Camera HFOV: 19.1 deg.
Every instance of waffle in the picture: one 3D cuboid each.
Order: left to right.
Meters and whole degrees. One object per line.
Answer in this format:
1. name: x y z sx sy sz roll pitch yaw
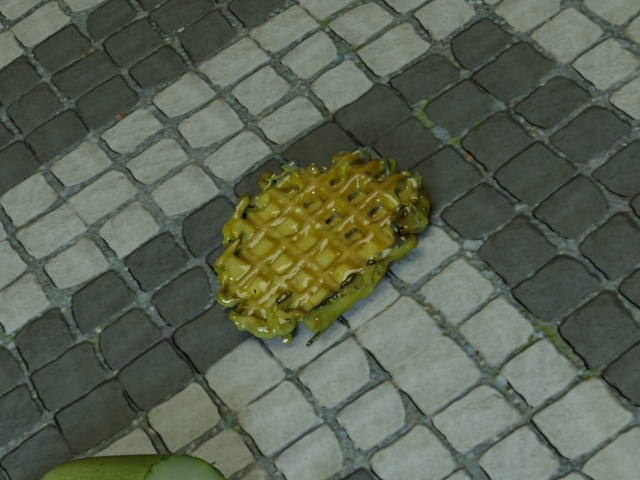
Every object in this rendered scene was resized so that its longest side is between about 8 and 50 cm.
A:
1. waffle: -0.001 -0.002 2.250 0.262 0.060 0.280 -9 46 19

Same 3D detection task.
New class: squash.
1. squash: -0.230 0.275 2.055 0.287 0.137 0.137 10 54 35
